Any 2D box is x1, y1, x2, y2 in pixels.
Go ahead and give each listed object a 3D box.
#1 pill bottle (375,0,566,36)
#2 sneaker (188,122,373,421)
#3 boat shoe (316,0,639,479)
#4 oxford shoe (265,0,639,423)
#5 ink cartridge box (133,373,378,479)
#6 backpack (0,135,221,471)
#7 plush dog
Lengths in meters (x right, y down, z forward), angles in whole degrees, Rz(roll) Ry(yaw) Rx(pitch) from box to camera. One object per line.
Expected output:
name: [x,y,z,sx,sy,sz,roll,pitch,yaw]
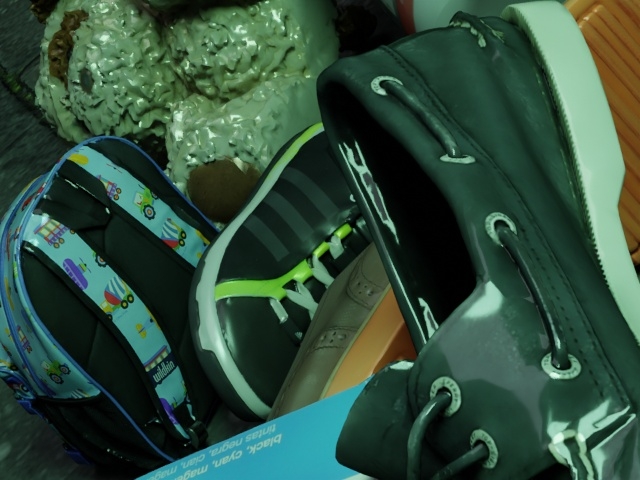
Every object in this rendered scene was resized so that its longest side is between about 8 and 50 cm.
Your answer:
pill bottle: [0.061,-0.273,1.046,0.210,0.210,0.363,-39,56,3]
sneaker: [0.000,0.000,0.999,0.097,0.084,0.234,-16,38,34]
boat shoe: [0.059,0.050,0.588,0.113,0.127,0.340,-3,56,-7]
oxford shoe: [0.076,-0.003,0.881,0.133,0.130,0.363,-6,42,56]
ink cartridge box: [-0.005,0.209,0.632,0.168,0.171,0.232,-25,33,27]
backpack: [-0.129,0.033,1.010,0.117,0.173,0.158,-11,42,41]
plush dog: [-0.101,-0.127,1.190,0.225,0.262,0.210,-7,9,30]
